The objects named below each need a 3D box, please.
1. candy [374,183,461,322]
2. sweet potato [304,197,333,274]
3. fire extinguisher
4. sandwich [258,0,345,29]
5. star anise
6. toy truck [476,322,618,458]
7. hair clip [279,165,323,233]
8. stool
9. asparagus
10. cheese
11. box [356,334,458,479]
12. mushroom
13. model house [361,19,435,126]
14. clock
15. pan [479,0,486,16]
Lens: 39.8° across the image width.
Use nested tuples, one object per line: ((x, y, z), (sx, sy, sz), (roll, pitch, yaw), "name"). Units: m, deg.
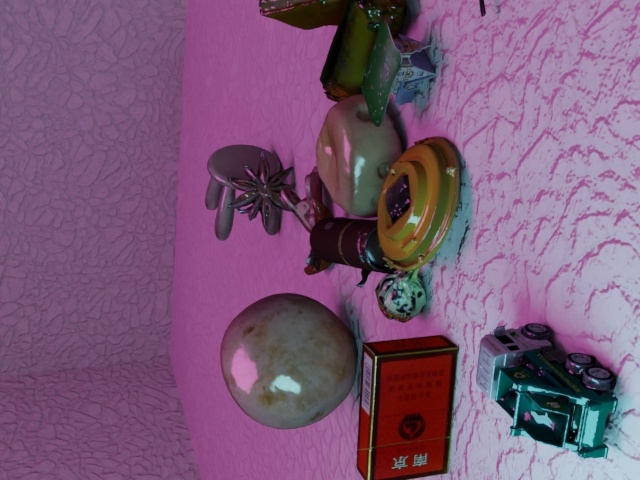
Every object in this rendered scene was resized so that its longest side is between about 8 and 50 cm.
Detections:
((0.178, 0.023, 1.506), (0.091, 0.083, 0.305), (38, 130, 16), "candy")
((0.009, 0.003, 1.965), (0.078, 0.058, 0.255), (28, 147, 15), "sweet potato")
((0.055, 0.017, 1.754), (0.142, 0.105, 0.341), (-65, 21, -8), "fire extinguisher")
((0.019, -0.514, 1.722), (0.227, 0.198, 0.155), (-5, 88, 32), "sandwich")
((-0.139, -0.125, 2.242), (0.182, 0.195, 0.065), (-57, -1, -10), "star anise")
((0.279, 0.191, 1.139), (0.216, 0.116, 0.110), (-132, 42, -61), "toy truck")
((-0.014, -0.085, 2.007), (0.138, 0.102, 0.123), (53, -158, -1), "hair clip")
((-0.211, -0.129, 2.391), (0.195, 0.195, 0.199), (-117, 28, -49), "stool")
((0.069, -0.349, 1.671), (0.382, 0.108, 0.128), (115, 144, -58), "asparagus")
((0.066, -0.158, 1.681), (0.218, 0.117, 0.235), (-163, 65, -68), "cheese")
((0.144, 0.286, 1.496), (0.074, 0.153, 0.240), (-144, 53, -62), "box")
((-0.077, 0.272, 1.925), (0.290, 0.297, 0.298), (112, 149, -64), "mushroom")
((0.139, -0.283, 1.501), (0.167, 0.088, 0.117), (106, 153, -48), "model house")
((0.148, -0.066, 1.474), (0.237, 0.057, 0.237), (-42, 41, 52), "clock")
((0.239, -0.379, 1.288), (0.068, 0.023, 0.115), (149, 119, -68), "pan")
